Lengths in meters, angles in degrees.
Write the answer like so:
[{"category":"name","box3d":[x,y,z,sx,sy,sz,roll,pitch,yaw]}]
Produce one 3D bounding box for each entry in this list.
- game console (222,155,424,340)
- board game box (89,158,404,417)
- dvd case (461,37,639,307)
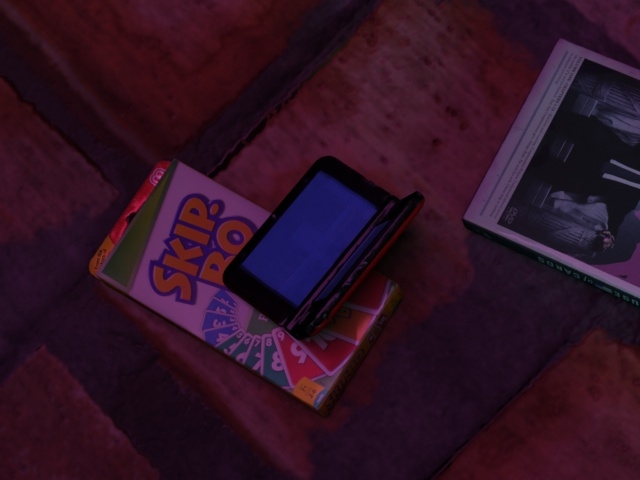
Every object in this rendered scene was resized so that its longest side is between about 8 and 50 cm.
[{"category":"game console","box3d":[0.000,0.000,1.394,0.085,0.124,0.144,40,80,-4]},{"category":"board game box","box3d":[-0.070,0.031,1.461,0.259,0.039,0.124,29,79,24]},{"category":"dvd case","box3d":[0.259,-0.042,1.402,0.239,0.029,0.179,25,80,21]}]
